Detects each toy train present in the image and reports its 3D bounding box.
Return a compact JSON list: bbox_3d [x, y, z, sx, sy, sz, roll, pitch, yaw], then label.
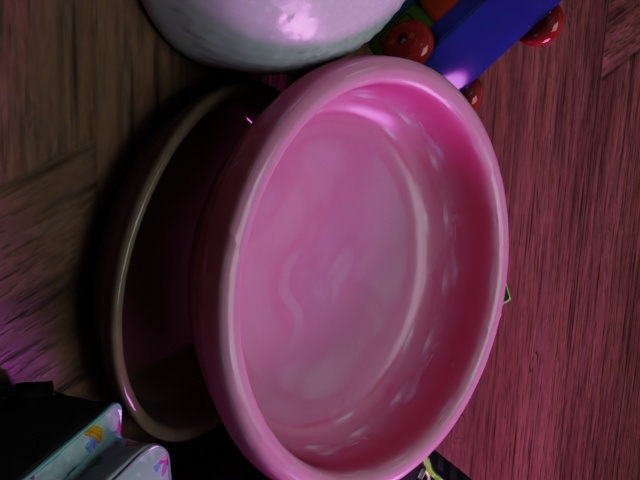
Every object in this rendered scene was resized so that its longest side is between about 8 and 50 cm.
[{"bbox_3d":[0.133,-0.226,1.348,0.248,0.143,0.105,-42,141,9],"label":"toy train"}]

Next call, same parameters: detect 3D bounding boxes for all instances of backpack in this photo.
[{"bbox_3d":[-0.177,0.208,1.090,0.166,0.144,0.188,-45,144,-54],"label":"backpack"}]

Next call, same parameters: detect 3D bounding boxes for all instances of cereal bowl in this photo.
[{"bbox_3d":[0.009,-0.275,1.195,0.339,0.141,0.339,-41,140,-48],"label":"cereal bowl"}]

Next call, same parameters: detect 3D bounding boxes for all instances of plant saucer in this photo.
[{"bbox_3d":[-0.087,0.014,1.273,0.278,0.041,0.278,-38,135,-50],"label":"plant saucer"},{"bbox_3d":[0.016,0.024,1.276,0.332,0.084,0.332,-13,108,-47],"label":"plant saucer"}]

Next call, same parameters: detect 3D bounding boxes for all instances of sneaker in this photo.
[{"bbox_3d":[0.125,0.253,1.667,0.234,0.097,0.084,35,77,-55],"label":"sneaker"}]

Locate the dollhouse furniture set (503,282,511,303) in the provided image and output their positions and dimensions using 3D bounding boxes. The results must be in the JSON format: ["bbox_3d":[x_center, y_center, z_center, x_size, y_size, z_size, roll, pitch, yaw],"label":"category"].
[{"bbox_3d":[0.120,0.033,1.596,0.076,0.151,0.058,-24,101,-19],"label":"dollhouse furniture set"}]

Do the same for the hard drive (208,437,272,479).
[{"bbox_3d":[-0.028,0.254,1.368,0.339,0.064,0.237,-62,148,-60],"label":"hard drive"}]
